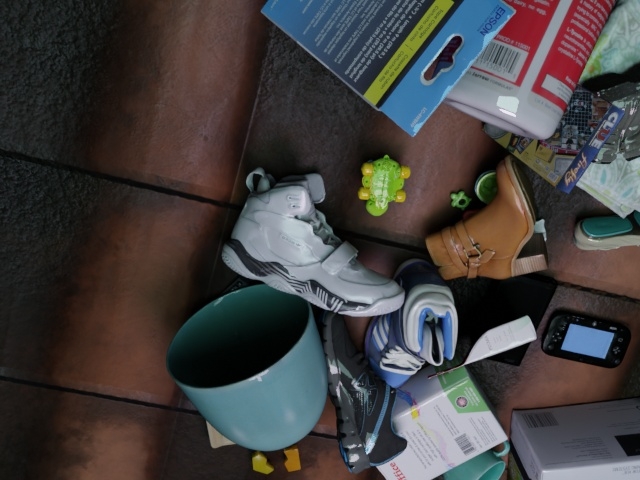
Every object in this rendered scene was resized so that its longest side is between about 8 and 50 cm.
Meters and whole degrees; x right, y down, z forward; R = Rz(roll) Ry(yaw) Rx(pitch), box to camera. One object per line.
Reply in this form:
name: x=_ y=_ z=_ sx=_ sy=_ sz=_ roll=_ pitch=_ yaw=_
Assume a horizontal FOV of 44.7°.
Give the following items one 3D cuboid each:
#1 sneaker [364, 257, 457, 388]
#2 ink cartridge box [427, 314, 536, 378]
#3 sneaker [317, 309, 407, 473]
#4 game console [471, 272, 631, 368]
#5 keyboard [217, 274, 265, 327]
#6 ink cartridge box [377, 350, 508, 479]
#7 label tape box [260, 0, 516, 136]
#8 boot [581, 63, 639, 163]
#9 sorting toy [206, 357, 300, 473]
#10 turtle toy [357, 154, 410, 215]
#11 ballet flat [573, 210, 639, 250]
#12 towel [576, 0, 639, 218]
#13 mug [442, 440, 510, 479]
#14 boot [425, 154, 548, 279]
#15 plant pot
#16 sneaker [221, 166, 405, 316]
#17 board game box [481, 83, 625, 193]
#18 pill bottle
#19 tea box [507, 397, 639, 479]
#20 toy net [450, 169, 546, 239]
sneaker: x=0.180 y=0.215 z=1.566 sx=0.130 sy=0.236 sz=0.322 roll=11 pitch=113 yaw=-10
ink cartridge box: x=0.315 y=0.217 z=1.575 sx=0.225 sy=0.181 sz=0.056 roll=-19 pitch=79 yaw=5
sneaker: x=0.078 y=0.301 z=1.621 sx=0.140 sy=0.125 sz=0.340 roll=-14 pitch=88 yaw=-8
game console: x=0.515 y=0.189 z=1.696 sx=0.361 sy=0.044 sz=0.213 roll=13 pitch=113 yaw=-12
keyboard: x=-0.116 y=0.141 z=1.620 sx=0.180 sy=0.023 sz=0.108 roll=40 pitch=105 yaw=-21
ink cartridge box: x=0.239 y=0.406 z=1.726 sx=0.278 sy=0.117 sz=0.201 roll=-31 pitch=114 yaw=8
label tape box: x=0.111 y=-0.367 z=1.270 sx=0.348 sy=0.115 sz=0.249 roll=42 pitch=106 yaw=13
boot: x=0.594 y=-0.236 z=1.407 sx=0.246 sy=0.083 sz=0.161 roll=-15 pitch=120 yaw=9
sorting toy: x=-0.137 y=0.391 z=1.728 sx=0.229 sy=0.041 sz=0.307 roll=-9 pitch=115 yaw=-7
turtle toy: x=0.117 y=-0.106 z=1.506 sx=0.095 sy=0.066 sz=0.130 roll=5 pitch=115 yaw=-8
ballet flat: x=0.641 y=-0.018 z=1.603 sx=0.248 sy=0.086 sz=0.086 roll=-4 pitch=115 yaw=-2
towel: x=0.593 y=-0.257 z=1.474 sx=0.320 sy=0.090 sz=0.374 roll=28 pitch=109 yaw=-18
mug: x=0.355 y=0.516 z=1.793 sx=0.158 sy=0.097 sz=0.129 roll=-31 pitch=141 yaw=-22
boot: x=0.311 y=-0.032 z=1.515 sx=0.220 sy=0.109 sz=0.283 roll=-8 pitch=136 yaw=21
plant pot: x=-0.118 y=0.264 z=1.517 sx=0.293 sy=0.293 sz=0.235 roll=-20 pitch=121 yaw=3
sneaker: x=0.000 y=0.000 z=1.465 sx=0.366 sy=0.137 sz=0.210 roll=19 pitch=111 yaw=11
board game box: x=0.407 y=-0.212 z=1.390 sx=0.042 sy=0.243 sz=0.165 roll=18 pitch=113 yaw=-33
pill bottle: x=0.361 y=-0.393 z=1.293 sx=0.229 sy=0.229 sz=0.407 roll=22 pitch=98 yaw=-15
tea box: x=0.619 y=0.564 z=1.782 sx=0.329 sy=0.220 sz=0.323 roll=-4 pitch=114 yaw=-4
toy net: x=0.373 y=-0.041 z=1.574 sx=0.122 sy=0.045 sz=0.232 roll=-42 pitch=112 yaw=13
